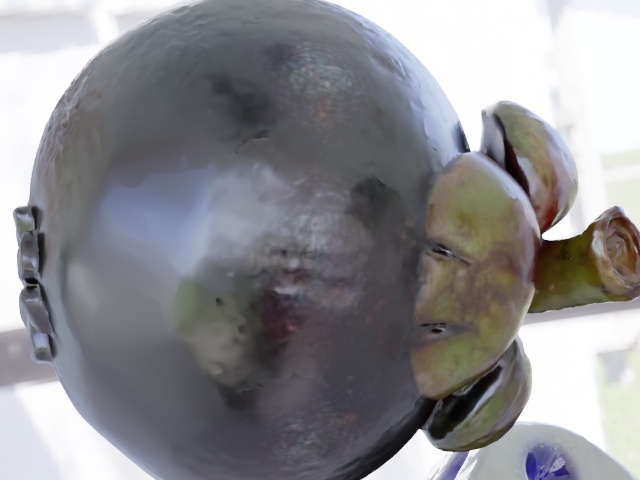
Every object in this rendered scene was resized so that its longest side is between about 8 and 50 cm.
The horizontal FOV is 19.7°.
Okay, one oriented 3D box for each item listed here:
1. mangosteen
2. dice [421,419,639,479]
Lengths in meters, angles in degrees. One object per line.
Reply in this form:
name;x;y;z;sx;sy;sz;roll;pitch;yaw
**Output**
mangosteen;0.000;0.000;1.320;0.435;0.382;0.382;-8;4;-11
dice;0.169;0.336;1.656;0.259;0.243;0.251;-51;6;41
